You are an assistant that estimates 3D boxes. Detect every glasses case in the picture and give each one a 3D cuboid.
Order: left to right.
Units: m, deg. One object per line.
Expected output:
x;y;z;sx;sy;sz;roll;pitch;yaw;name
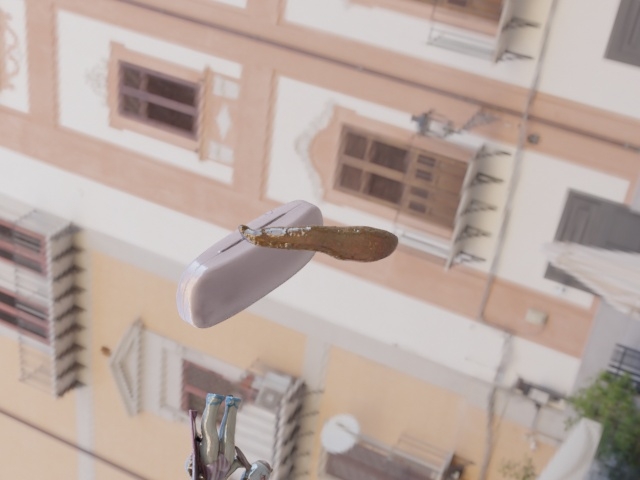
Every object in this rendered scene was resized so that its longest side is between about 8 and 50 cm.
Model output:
-0.102;0.033;1.497;0.297;0.075;0.113;-34;-40;-40;glasses case

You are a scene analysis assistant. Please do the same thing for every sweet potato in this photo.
0.000;0.000;1.276;0.050;0.214;0.050;-175;90;-79;sweet potato

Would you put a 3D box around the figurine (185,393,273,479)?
-0.172;0.388;1.631;0.205;0.103;0.260;21;-107;-50;figurine
